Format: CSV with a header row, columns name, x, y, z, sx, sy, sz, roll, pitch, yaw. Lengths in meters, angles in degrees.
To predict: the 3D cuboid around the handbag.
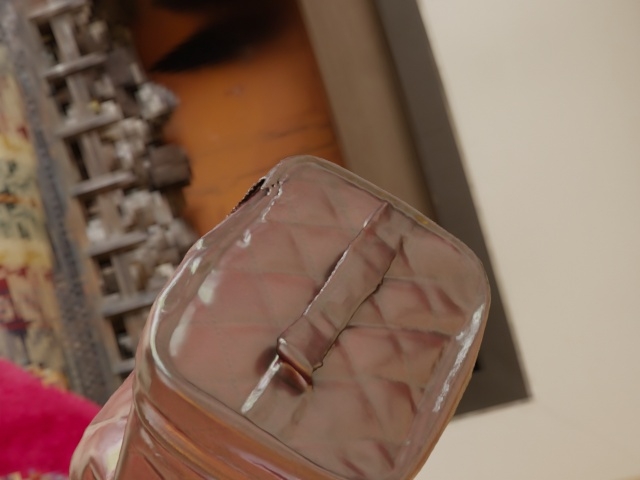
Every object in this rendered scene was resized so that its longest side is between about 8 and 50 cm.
name,x,y,z,sx,sy,sz,roll,pitch,yaw
handbag,-0.014,0.068,0.780,0.146,0.135,0.225,35,39,3
